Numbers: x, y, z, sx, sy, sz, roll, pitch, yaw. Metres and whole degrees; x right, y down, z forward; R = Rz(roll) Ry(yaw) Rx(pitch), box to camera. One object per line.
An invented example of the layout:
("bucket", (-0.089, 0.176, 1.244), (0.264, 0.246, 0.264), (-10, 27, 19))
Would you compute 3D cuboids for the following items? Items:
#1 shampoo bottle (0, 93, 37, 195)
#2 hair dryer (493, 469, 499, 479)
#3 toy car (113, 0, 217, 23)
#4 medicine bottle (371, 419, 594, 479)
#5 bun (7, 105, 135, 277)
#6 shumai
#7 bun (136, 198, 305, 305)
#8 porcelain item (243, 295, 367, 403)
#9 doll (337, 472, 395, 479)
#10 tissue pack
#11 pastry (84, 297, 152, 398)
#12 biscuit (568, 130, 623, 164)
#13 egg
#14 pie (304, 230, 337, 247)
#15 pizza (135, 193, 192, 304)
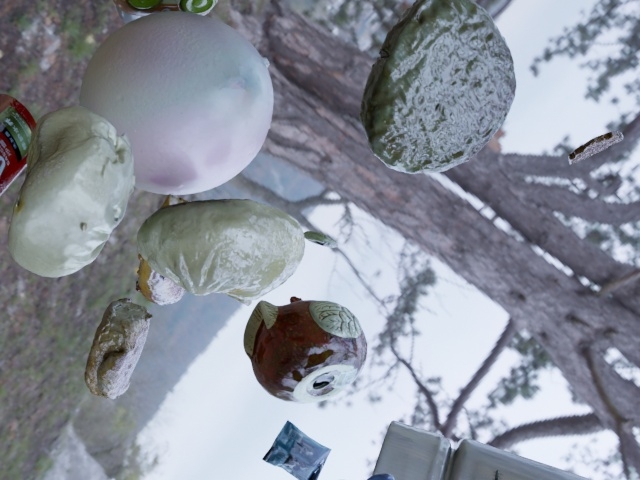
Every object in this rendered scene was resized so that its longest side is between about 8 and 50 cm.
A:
("shampoo bottle", (-0.511, -0.121, 1.178), (0.076, 0.118, 0.314), (-16, -154, 8))
("hair dryer", (0.177, 0.280, 0.742), (0.063, 0.038, 0.124), (-25, -131, 38))
("toy car", (-0.337, -0.502, 1.635), (0.235, 0.145, 0.235), (-15, 158, -6))
("medicine bottle", (0.257, 0.426, 1.210), (0.211, 0.371, 0.211), (16, 90, -79))
("bun", (-0.318, -0.062, 1.018), (0.229, 0.145, 0.230), (-172, -90, -70))
("shumai", (0.186, -0.290, 1.490), (0.330, 0.292, 0.288), (-57, -153, 2))
("bun", (-0.128, 0.023, 1.032), (0.222, 0.128, 0.222), (-3, 169, -1))
("porcelain item", (-0.033, 0.200, 1.578), (0.253, 0.253, 0.253), (-44, -178, 2))
("doll", (0.005, 0.286, 0.688), (0.067, 0.110, 0.206), (21, 99, -48))
("tissue pack", (-0.037, 0.387, 1.405), (0.028, 0.138, 0.085), (18, -109, 49))
("pastry", (-0.433, 0.224, 1.676), (0.218, 0.100, 0.229), (114, -5, -48))
("biscuit", (0.560, -0.192, 1.624), (0.119, 0.019, 0.130), (-13, 165, -36))
("egg", (-0.242, -0.263, 1.489), (0.354, 0.355, 0.339), (-46, -153, -26))
("pie", (0.002, 0.001, 1.747), (0.084, 0.084, 0.021), (149, -38, -80))
("pizza", (-0.294, 0.018, 1.506), (0.161, 0.085, 0.306), (-47, 163, -43))
